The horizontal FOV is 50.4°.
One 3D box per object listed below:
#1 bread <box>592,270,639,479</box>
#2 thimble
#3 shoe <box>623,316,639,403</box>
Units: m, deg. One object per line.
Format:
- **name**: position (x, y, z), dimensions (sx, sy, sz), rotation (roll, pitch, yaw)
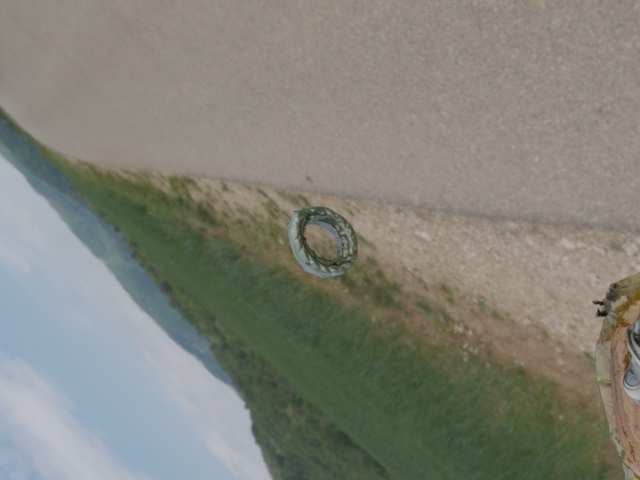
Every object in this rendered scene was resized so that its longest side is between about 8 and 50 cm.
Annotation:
- **bread**: position (0.610, 0.240, 1.171), dimensions (0.183, 0.236, 0.388), rotation (39, -135, -80)
- **thimble**: position (0.000, 0.000, 0.942), dimensions (0.110, 0.084, 0.062), rotation (44, 169, 0)
- **shoe**: position (0.466, 0.149, 0.922), dimensions (0.092, 0.180, 0.089), rotation (27, -149, -10)
